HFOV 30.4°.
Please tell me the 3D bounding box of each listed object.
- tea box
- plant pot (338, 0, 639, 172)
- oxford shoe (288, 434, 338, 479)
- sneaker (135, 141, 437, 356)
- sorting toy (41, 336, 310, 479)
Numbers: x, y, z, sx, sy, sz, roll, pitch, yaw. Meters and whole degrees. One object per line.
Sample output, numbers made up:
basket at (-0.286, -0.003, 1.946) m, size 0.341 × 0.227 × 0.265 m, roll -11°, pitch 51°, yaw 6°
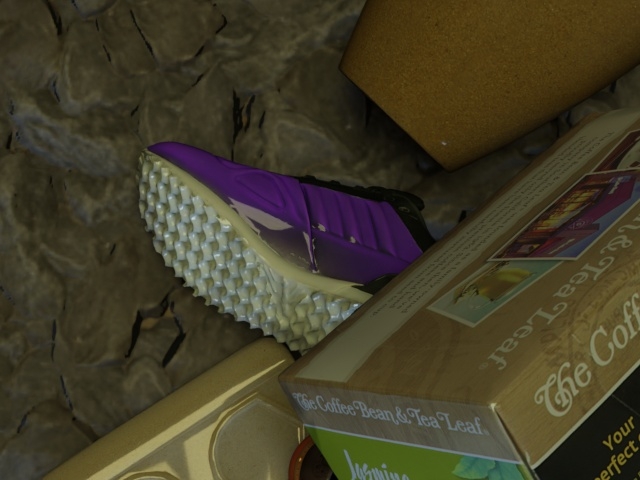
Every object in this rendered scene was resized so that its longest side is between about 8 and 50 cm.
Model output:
tea box at (0.215, 0.118, 0.733) m, size 0.329 × 0.220 × 0.323 m, roll -37°, pitch 106°, yaw -27°
plant pot at (0.140, -0.182, 0.872) m, size 0.237 × 0.237 × 0.254 m, roll 44°, pitch 95°, yaw 3°
oxford shoe at (0.116, 0.152, 0.852) m, size 0.271 × 0.098 × 0.097 m, roll -16°, pitch 85°, yaw -13°
sneaker at (0.000, 0.001, 0.892) m, size 0.293 × 0.102 × 0.146 m, roll 33°, pitch 50°, yaw 17°
sorting toy at (-0.025, 0.195, 0.892) m, size 0.307 × 0.041 × 0.229 m, roll -32°, pitch 88°, yaw -14°
